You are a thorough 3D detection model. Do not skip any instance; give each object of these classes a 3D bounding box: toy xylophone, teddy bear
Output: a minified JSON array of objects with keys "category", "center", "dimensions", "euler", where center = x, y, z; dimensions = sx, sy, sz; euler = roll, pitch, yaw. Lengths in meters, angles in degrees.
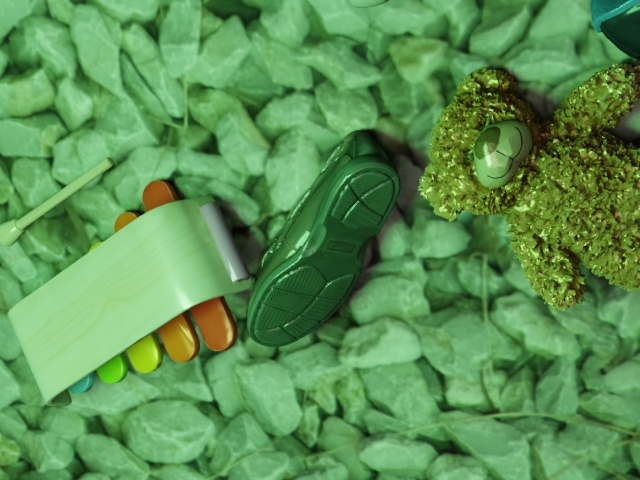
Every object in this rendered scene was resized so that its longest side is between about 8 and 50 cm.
[{"category":"toy xylophone","center":[-0.235,0.046,1.613],"dimensions":[0.322,0.081,0.236],"euler":[-24,80,28]},{"category":"teddy bear","center":[0.267,-0.045,1.435],"dimensions":[0.338,0.113,0.245],"euler":[41,114,-3]}]

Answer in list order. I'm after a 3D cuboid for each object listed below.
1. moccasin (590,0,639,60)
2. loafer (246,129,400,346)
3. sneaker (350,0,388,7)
[{"category":"moccasin","center":[0.410,-0.266,1.308],"dimensions":[0.342,0.138,0.117],"euler":[-22,130,40]},{"category":"loafer","center":[0.000,0.000,1.556],"dimensions":[0.096,0.084,0.267],"euler":[18,124,-27]},{"category":"sneaker","center":[0.080,-0.392,1.332],"dimensions":[0.150,0.135,0.366],"euler":[5,114,16]}]
